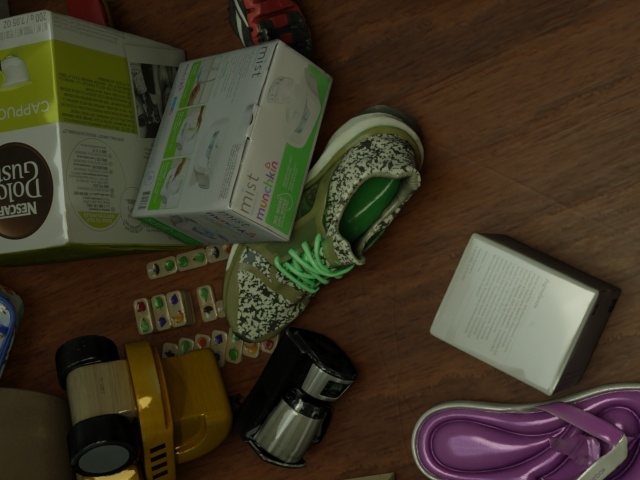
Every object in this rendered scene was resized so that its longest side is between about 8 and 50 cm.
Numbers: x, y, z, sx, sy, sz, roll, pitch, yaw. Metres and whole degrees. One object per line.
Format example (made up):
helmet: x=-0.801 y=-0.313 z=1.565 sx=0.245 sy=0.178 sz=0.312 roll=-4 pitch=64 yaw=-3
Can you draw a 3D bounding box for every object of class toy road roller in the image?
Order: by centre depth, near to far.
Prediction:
toy road roller: x=-0.261 y=0.291 z=1.663 sx=0.241 sy=0.329 sz=0.202 roll=-9 pitch=49 yaw=-13

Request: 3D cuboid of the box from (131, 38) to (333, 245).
box: x=-0.129 y=-0.137 z=1.579 sx=0.231 sy=0.127 sz=0.262 roll=-3 pitch=65 yaw=45

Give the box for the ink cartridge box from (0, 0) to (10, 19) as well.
ink cartridge box: x=-0.612 y=-0.456 z=1.860 sx=0.066 sy=0.189 sz=0.232 roll=-17 pitch=82 yaw=19

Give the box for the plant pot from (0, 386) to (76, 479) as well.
plant pot: x=-0.498 y=0.366 z=1.782 sx=0.263 sy=0.263 sz=0.229 roll=-2 pitch=70 yaw=25

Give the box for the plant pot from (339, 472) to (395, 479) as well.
plant pot: x=0.056 y=0.409 z=1.583 sx=0.109 sy=0.109 sz=0.096 roll=-14 pitch=95 yaw=24

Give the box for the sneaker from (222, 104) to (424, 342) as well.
sneaker: x=0.000 y=0.000 z=1.542 sx=0.158 sy=0.182 sz=0.410 roll=31 pitch=107 yaw=-21

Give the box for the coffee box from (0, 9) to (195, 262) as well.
coffee box: x=-0.428 y=-0.134 z=1.684 sx=0.338 sy=0.338 sz=0.334 roll=-6 pitch=87 yaw=25

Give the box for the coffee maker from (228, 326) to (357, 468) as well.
coffee maker: x=-0.051 y=0.220 z=1.623 sx=0.171 sy=0.120 sz=0.178 roll=35 pitch=103 yaw=22

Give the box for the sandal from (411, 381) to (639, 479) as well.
sandal: x=0.314 y=0.287 z=1.460 sx=0.416 sy=0.102 sz=0.169 roll=-9 pitch=86 yaw=25

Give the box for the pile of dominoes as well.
pile of dominoes: x=-0.179 y=0.106 z=1.729 sx=0.251 sy=0.040 sz=0.196 roll=-15 pitch=83 yaw=25

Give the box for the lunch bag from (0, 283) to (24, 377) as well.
lunch bag: x=-0.674 y=0.143 z=1.858 sx=0.303 sy=0.115 sz=0.243 roll=21 pitch=99 yaw=-7

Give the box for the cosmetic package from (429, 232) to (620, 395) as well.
cosmetic package: x=0.274 y=0.094 z=1.454 sx=0.184 sy=0.151 sz=0.151 roll=27 pitch=101 yaw=24

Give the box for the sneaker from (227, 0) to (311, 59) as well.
sneaker: x=-0.096 y=-0.385 z=1.640 sx=0.135 sy=0.098 sz=0.276 roll=8 pitch=114 yaw=65

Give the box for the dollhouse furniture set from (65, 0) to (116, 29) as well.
dollhouse furniture set: x=-0.473 y=-0.470 z=1.813 sx=0.201 sy=0.152 sz=0.374 roll=-20 pitch=81 yaw=24
